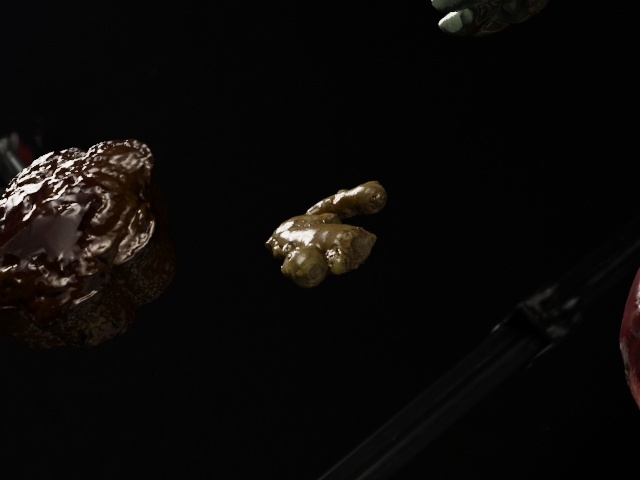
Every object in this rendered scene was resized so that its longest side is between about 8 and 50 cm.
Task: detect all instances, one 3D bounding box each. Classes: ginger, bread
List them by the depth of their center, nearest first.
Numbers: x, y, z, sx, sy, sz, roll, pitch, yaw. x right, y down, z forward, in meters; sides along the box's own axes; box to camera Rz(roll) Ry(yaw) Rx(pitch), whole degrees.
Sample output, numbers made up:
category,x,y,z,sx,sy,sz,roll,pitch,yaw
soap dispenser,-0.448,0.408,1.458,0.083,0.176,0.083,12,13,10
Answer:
category,x,y,z,sx,sy,sz,roll,pitch,yaw
ginger,0.000,0.000,1.011,0.193,0.176,0.053,-35,-77,-39
bread,-0.276,0.015,1.134,0.246,0.135,0.232,-19,-133,10

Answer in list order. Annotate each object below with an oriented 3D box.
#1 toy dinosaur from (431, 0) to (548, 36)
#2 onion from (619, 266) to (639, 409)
category,x,y,z,sx,sy,sz,roll,pitch,yaw
toy dinosaur,0.074,-0.166,0.255,0.205,0.393,0.092,21,-113,-20
onion,0.489,0.084,1.194,0.336,0.282,0.260,-25,-121,-12
